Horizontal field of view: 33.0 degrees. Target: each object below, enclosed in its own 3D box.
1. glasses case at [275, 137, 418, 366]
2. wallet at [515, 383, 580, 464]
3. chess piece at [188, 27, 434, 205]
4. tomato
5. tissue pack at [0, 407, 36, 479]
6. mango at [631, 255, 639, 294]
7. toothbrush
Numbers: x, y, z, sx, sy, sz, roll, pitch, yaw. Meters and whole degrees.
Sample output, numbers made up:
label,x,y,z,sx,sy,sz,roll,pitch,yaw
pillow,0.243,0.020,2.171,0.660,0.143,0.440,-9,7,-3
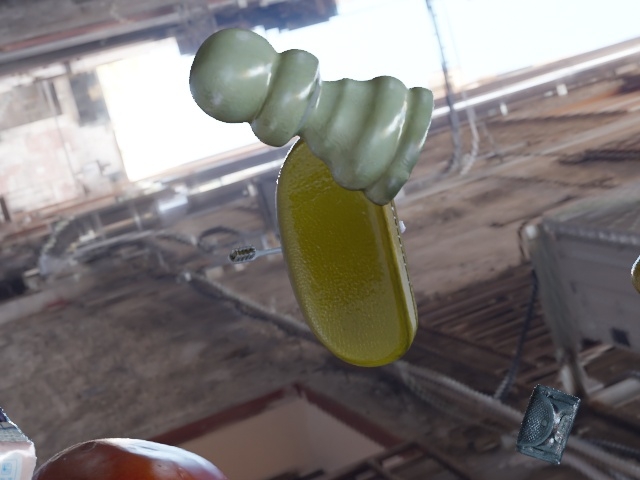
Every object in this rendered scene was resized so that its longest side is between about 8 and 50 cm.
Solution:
label,x,y,z,sx,sy,sz,roll,pitch,yaw
glasses case,0.036,0.004,1.628,0.141,0.173,0.371,-59,137,-70
wallet,0.411,0.334,1.959,0.026,0.088,0.129,46,63,-82
chess piece,-0.019,-0.148,1.165,0.144,0.251,0.144,-158,-90,-78
tomato,-0.194,0.321,1.098,0.298,0.299,0.226,-173,-91,-69
tissue pack,-0.179,0.108,0.464,0.059,0.094,0.074,22,-82,46
mango,0.586,0.033,1.413,0.199,0.384,0.221,107,-26,-43
toothbrush,-0.001,0.001,1.871,0.030,0.342,0.025,-49,-124,55
